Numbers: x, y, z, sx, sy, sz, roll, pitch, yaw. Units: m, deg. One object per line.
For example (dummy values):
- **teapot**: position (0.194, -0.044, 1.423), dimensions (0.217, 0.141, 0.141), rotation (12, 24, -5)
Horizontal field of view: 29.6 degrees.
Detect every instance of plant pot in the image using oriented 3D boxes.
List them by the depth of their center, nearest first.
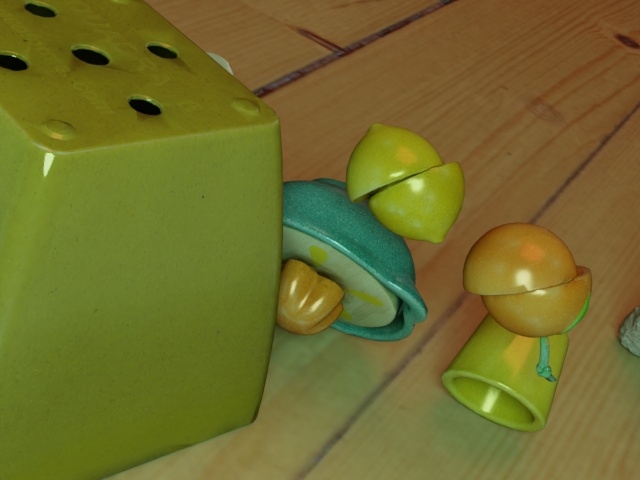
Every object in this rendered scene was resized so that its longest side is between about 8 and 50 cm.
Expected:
- **plant pot**: position (-0.141, -0.016, 0.619), dimensions (0.212, 0.187, 0.212), rotation (-14, 47, -45)

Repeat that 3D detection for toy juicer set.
- **toy juicer set**: position (0.000, 0.000, 0.697), dimensions (0.329, 0.209, 0.089), rotation (27, 68, 9)

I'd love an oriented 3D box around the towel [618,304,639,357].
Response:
- **towel**: position (0.367, 0.080, 0.833), dimensions (0.282, 0.187, 0.049), rotation (18, 64, -5)
